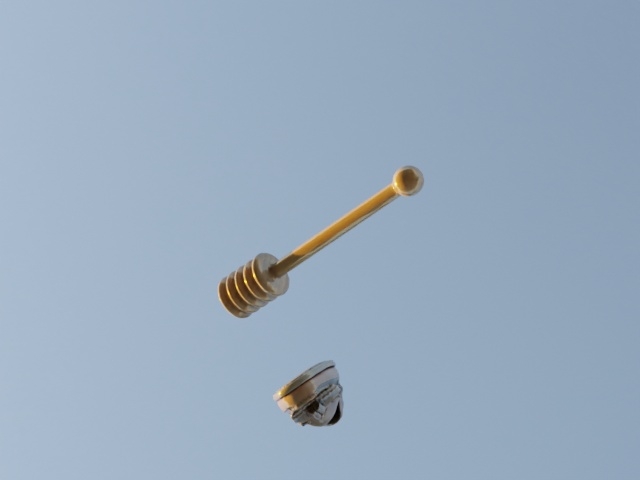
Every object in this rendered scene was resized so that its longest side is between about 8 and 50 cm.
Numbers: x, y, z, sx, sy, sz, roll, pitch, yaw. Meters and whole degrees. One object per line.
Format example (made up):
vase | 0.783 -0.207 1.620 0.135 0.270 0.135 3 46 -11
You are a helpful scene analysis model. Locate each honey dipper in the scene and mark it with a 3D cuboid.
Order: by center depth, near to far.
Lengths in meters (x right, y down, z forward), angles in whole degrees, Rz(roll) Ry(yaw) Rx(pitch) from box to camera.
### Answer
honey dipper | 0.000 0.000 0.798 0.160 0.030 0.030 -34 -104 35

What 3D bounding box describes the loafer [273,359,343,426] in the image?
loafer | -0.001 0.105 0.878 0.045 0.125 0.039 -33 -97 1
